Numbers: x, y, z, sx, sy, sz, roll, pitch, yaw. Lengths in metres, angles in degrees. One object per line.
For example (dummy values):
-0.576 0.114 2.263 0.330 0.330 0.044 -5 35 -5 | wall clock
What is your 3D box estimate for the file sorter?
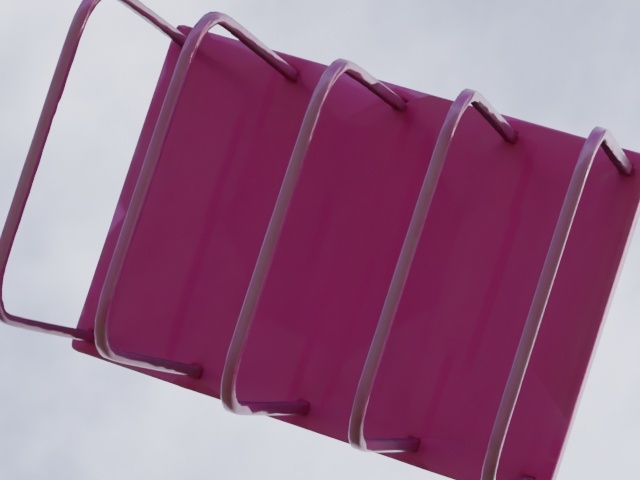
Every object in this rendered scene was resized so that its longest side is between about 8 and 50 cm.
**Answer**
0.000 0.000 0.998 0.291 0.182 0.202 17 -93 16 | file sorter
